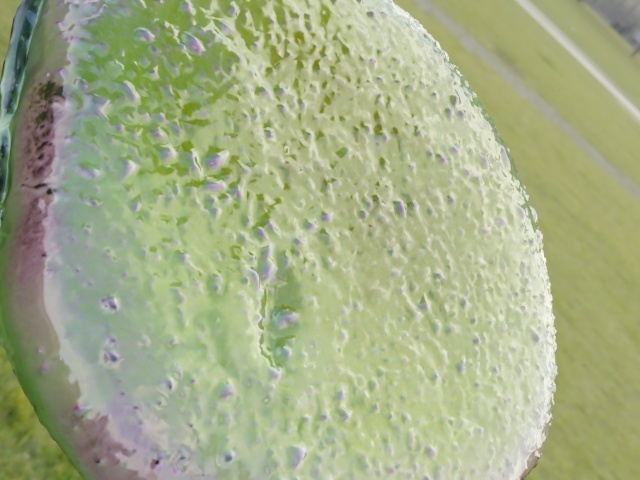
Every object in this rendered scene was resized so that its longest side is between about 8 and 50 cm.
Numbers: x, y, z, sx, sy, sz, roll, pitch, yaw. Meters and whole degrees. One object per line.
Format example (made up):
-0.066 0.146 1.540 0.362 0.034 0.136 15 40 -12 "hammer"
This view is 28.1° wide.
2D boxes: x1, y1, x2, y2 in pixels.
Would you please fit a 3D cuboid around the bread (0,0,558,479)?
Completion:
0.000 0.000 0.398 0.228 0.033 0.228 18 61 -37 "bread"
